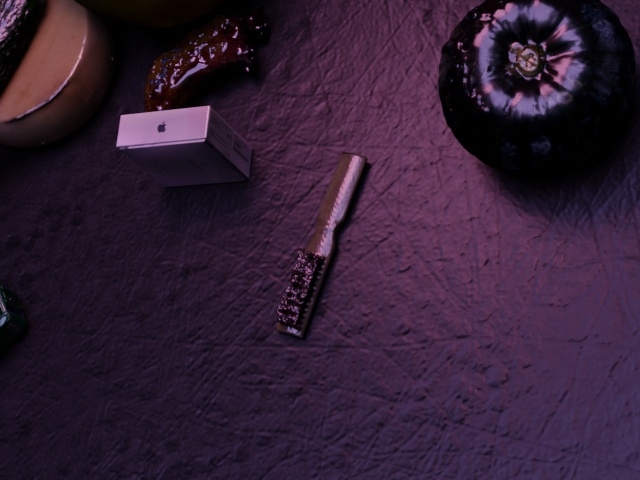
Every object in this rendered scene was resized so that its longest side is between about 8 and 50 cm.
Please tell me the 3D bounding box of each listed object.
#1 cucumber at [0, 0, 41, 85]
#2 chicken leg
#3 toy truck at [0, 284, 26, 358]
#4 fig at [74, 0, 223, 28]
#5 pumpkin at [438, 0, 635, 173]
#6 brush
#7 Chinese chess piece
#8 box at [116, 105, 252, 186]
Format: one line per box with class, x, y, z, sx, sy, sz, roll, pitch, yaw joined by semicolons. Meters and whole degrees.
cucumber;-0.458;-0.241;1.927;0.067;0.067;0.294;23;77;30
chicken leg;-0.163;-0.235;1.910;0.234;0.063;0.105;-31;55;11
toy truck;-0.464;0.127;1.886;0.147;0.065;0.079;-37;61;6
fig;-0.254;-0.456;1.889;0.343;0.343;0.343;-9;65;20
pumpkin;0.250;-0.190;1.647;0.233;0.163;0.233;-4;77;17
brush;0.000;0.000;1.752;0.043;0.036;0.248;15;76;24
Chinese chess piece;-0.411;-0.253;2.006;0.250;0.097;0.251;-9;66;20
box;-0.175;-0.119;1.823;0.129;0.130;0.051;-3;67;23
